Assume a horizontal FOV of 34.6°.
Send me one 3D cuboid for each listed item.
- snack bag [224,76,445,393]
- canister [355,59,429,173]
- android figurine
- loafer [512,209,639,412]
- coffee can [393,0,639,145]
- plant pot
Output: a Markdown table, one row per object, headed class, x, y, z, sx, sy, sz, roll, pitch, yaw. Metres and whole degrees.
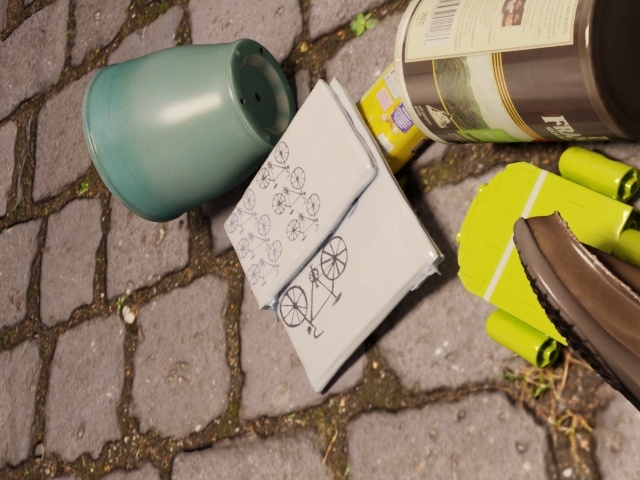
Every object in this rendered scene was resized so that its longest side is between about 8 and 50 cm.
| class | x | y | z | sx | sy | sz | roll | pitch | yaw |
| --- | --- | --- | --- | --- | --- | --- | --- | --- | --- |
| snack bag | 0.000 | 0.000 | 1.431 | 0.323 | 0.037 | 0.342 | -51 | 52 | 35 |
| canister | 0.120 | -0.188 | 1.395 | 0.170 | 0.073 | 0.126 | -47 | 48 | 30 |
| android figurine | 0.262 | 0.013 | 1.168 | 0.273 | 0.056 | 0.248 | 29 | 100 | 47 |
| loafer | 0.331 | 0.097 | 0.990 | 0.130 | 0.134 | 0.366 | -40 | 67 | 1 |
| coffee can | 0.249 | -0.209 | 1.154 | 0.275 | 0.201 | 0.201 | 5 | 80 | 50 |
| plant pot | -0.188 | -0.194 | 1.623 | 0.255 | 0.272 | 0.271 | -18 | 62 | 29 |
